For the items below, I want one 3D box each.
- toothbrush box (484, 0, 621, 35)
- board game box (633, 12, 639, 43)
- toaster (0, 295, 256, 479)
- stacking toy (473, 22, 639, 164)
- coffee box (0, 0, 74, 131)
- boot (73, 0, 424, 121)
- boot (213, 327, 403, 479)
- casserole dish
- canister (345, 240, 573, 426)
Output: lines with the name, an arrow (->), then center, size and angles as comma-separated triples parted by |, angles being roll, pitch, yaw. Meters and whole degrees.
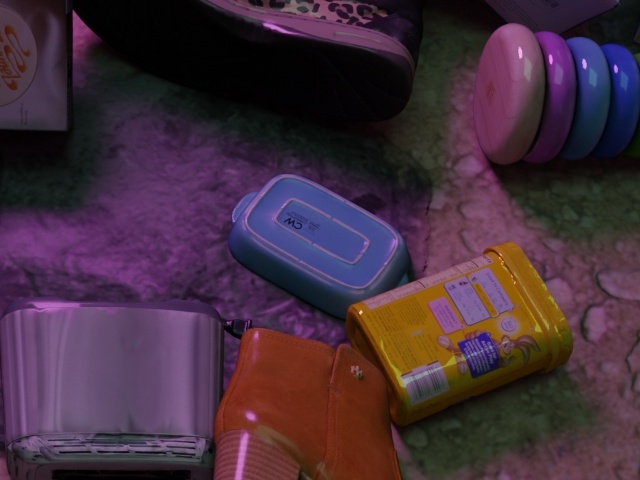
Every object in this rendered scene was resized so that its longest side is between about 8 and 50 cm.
toothbrush box -> 0.234, -0.396, 1.462 | 0.216, 0.126, 0.295 | 39, 49, -27
board game box -> 0.385, -0.304, 1.488 | 0.026, 0.103, 0.154 | 17, 56, 6
toaster -> -0.164, 0.135, 1.120 | 0.227, 0.129, 0.146 | 2, 60, -12
stacking toy -> 0.330, -0.139, 1.366 | 0.330, 0.141, 0.141 | 2, 56, -12
coffee box -> -0.307, -0.231, 1.286 | 0.141, 0.098, 0.246 | 2, 99, -6
boot -> -0.050, -0.291, 1.415 | 0.377, 0.138, 0.284 | 16, 53, 10
boot -> 0.047, 0.199, 1.092 | 0.295, 0.104, 0.211 | 32, 39, -16
casserole dish -> 0.000, 0.000, 1.283 | 0.188, 0.037, 0.114 | 29, 57, 14
canister -> 0.122, 0.084, 1.216 | 0.170, 0.073, 0.126 | -20, 61, -17
